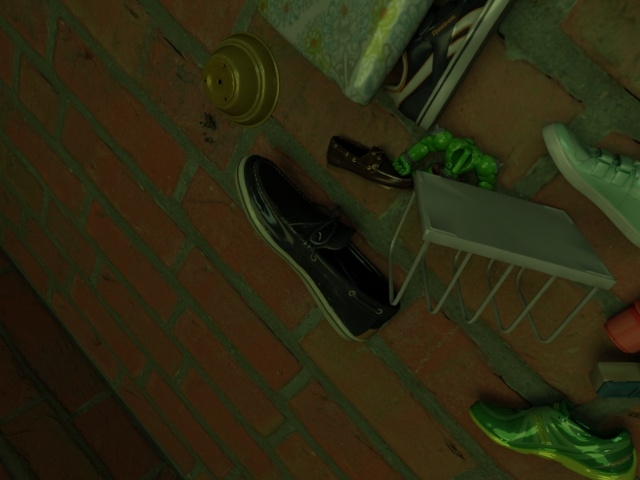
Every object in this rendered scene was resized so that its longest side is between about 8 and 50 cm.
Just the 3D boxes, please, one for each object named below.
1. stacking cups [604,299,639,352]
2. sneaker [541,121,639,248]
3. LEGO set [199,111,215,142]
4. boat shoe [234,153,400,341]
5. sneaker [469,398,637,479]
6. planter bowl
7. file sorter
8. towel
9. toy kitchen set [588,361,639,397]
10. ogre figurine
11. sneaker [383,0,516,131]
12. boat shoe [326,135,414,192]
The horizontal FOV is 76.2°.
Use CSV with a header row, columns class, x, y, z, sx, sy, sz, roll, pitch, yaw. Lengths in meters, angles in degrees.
class,x,y,z,sx,sy,sz,roll,pitch,yaw
stacking cups,0.596,0.078,0.610,0.096,0.096,0.316,43,128,11
sneaker,0.467,-0.119,0.607,0.256,0.094,0.151,43,133,-1
LEGO set,-0.296,-0.302,1.085,0.054,0.023,0.083,40,139,16
boat shoe,0.000,0.000,0.917,0.156,0.187,0.500,-35,93,33
sneaker,0.458,0.374,0.827,0.295,0.109,0.124,8,91,32
planter bowl,-0.208,-0.370,0.952,0.217,0.090,0.218,13,115,28
file sorter,0.269,0.032,0.683,0.277,0.193,0.173,15,126,-2
towel,0.049,-0.465,0.689,0.375,0.090,0.321,52,128,28
toy kitchen set,0.522,0.233,0.605,0.122,0.166,0.207,-2,138,10
ogre figurine,0.245,-0.130,0.750,0.197,0.096,0.118,45,135,18
sneaker,0.215,-0.344,0.662,0.127,0.126,0.321,38,127,8
boat shoe,0.100,-0.160,0.845,0.206,0.073,0.073,23,122,23
